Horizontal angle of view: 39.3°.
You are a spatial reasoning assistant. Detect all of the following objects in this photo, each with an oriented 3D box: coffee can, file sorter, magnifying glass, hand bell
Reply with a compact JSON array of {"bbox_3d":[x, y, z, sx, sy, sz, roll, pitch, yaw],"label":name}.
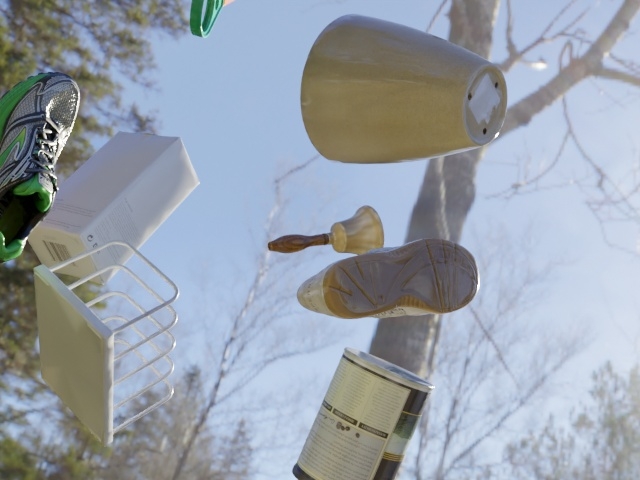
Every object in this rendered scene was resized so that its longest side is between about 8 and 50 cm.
[{"bbox_3d":[0.087,0.383,1.821,0.201,0.275,0.201,23,0,0],"label":"coffee can"},{"bbox_3d":[-0.358,0.165,1.533,0.193,0.173,0.278,37,-43,27],"label":"file sorter"},{"bbox_3d":[-0.169,-0.385,1.445,0.026,0.231,0.092,12,-66,2],"label":"magnifying glass"},{"bbox_3d":[0.000,0.000,1.882,0.242,0.126,0.126,-8,-17,-28],"label":"hand bell"}]

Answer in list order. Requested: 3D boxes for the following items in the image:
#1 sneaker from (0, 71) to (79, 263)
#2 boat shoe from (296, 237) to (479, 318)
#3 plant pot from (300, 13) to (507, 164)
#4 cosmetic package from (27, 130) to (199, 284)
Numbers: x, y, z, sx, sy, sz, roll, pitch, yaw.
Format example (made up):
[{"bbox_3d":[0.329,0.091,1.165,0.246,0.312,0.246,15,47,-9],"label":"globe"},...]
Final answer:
[{"bbox_3d":[-0.449,-0.108,1.390,0.146,0.344,0.134,5,-24,32],"label":"sneaker"},{"bbox_3d":[0.089,0.051,1.152,0.277,0.098,0.096,-1,-6,-39],"label":"boat shoe"},{"bbox_3d":[0.152,-0.233,1.450,0.274,0.256,0.256,14,-21,42],"label":"plant pot"},{"bbox_3d":[-0.493,-0.091,2.131,0.217,0.385,0.156,11,-45,34],"label":"cosmetic package"}]
